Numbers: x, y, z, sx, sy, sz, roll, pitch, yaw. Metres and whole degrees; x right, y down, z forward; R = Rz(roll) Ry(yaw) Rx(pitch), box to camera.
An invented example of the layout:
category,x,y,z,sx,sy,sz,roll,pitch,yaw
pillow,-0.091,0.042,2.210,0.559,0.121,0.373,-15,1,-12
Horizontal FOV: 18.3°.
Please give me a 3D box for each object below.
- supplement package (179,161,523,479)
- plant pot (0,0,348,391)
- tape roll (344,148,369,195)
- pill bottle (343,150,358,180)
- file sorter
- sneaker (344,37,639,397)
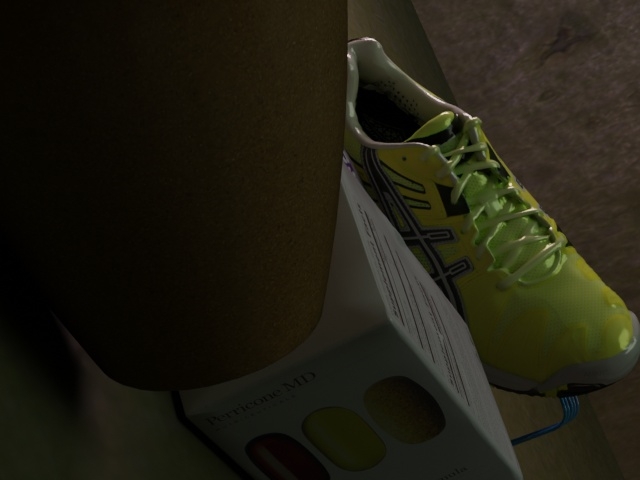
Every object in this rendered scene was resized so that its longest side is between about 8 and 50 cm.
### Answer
category,x,y,z,sx,sy,sz,roll,pitch,yaw
supplement package,0.010,0.078,1.231,0.244,0.139,0.134,50,18,-52
plant pot,-0.083,-0.064,0.944,0.237,0.237,0.254,-92,170,-65
tape roll,0.000,0.000,1.549,0.219,0.072,0.219,61,12,-22
pill bottle,-0.036,-0.050,1.380,0.193,0.108,0.108,66,10,4
file sorter,0.201,0.159,2.077,0.170,0.118,0.104,8,61,-78
sneaker,0.112,-0.017,1.661,0.385,0.145,0.147,41,-29,24
